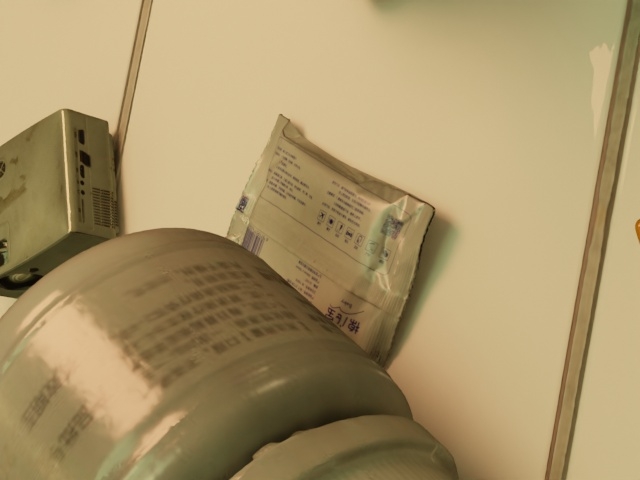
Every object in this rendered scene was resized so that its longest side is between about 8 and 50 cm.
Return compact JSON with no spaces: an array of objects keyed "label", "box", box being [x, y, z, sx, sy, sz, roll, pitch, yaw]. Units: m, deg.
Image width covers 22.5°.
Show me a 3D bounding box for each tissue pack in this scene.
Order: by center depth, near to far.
[{"label":"tissue pack","box":[0.000,0.000,1.098,0.193,0.026,0.122,34,105,46]}]

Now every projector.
[{"label":"projector","box":[-0.229,-0.027,1.326,0.147,0.061,0.115,-26,60,40]}]

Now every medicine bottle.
[{"label":"medicine bottle","box":[-0.049,0.162,0.944,0.306,0.245,0.245,41,110,36]}]

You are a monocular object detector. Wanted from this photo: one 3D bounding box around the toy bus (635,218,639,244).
[{"label":"toy bus","box":[0.254,-0.022,0.784,0.194,0.088,0.083,-38,53,35]}]
